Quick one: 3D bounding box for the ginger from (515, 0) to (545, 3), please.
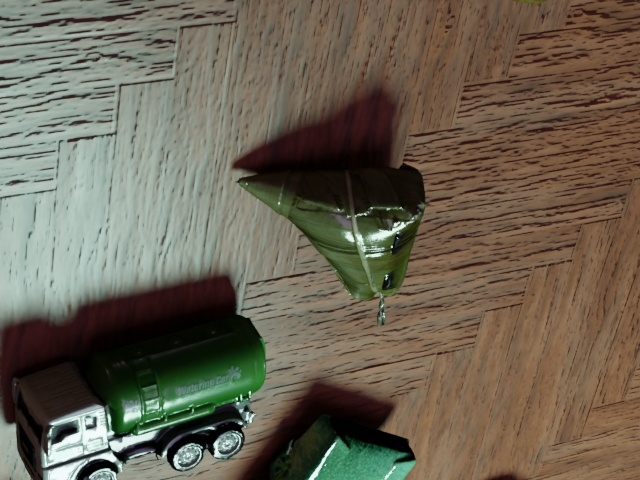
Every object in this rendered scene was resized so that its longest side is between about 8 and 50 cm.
[{"bbox_3d":[0.228,-0.340,1.397,0.309,0.133,0.107,-48,179,6],"label":"ginger"}]

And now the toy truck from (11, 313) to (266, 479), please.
[{"bbox_3d":[-0.166,0.151,1.593,0.242,0.101,0.125,-16,129,-24],"label":"toy truck"}]

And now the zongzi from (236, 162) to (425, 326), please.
[{"bbox_3d":[0.000,0.000,1.604,0.178,0.081,0.189,3,143,-8],"label":"zongzi"}]

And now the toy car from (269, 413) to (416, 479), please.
[{"bbox_3d":[-0.037,0.328,1.830,0.141,0.097,0.321,22,113,-42],"label":"toy car"}]
